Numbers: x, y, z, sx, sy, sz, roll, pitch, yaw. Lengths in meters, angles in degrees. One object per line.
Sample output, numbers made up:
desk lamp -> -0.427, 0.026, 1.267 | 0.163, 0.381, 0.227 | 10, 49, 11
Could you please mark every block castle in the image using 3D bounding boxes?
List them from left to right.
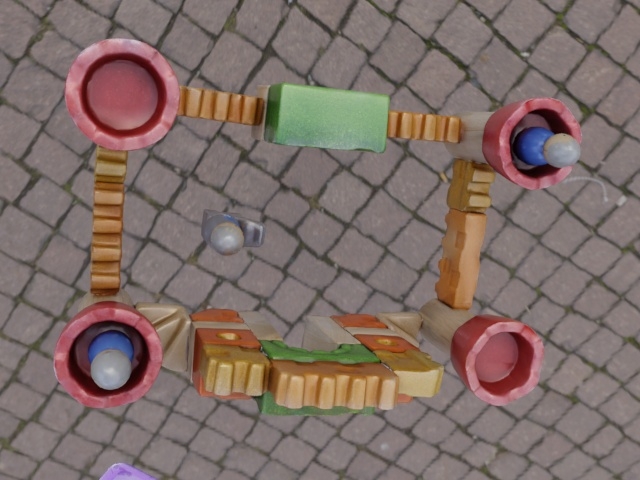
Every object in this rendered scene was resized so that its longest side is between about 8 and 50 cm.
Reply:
block castle -> 0.000, 0.000, 0.674 | 0.453, 0.213, 0.303 | 4, 99, -18

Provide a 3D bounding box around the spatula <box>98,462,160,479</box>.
spatula -> -0.126, 0.337, 0.790 | 0.296, 0.030, 0.084 | 41, 89, -19
